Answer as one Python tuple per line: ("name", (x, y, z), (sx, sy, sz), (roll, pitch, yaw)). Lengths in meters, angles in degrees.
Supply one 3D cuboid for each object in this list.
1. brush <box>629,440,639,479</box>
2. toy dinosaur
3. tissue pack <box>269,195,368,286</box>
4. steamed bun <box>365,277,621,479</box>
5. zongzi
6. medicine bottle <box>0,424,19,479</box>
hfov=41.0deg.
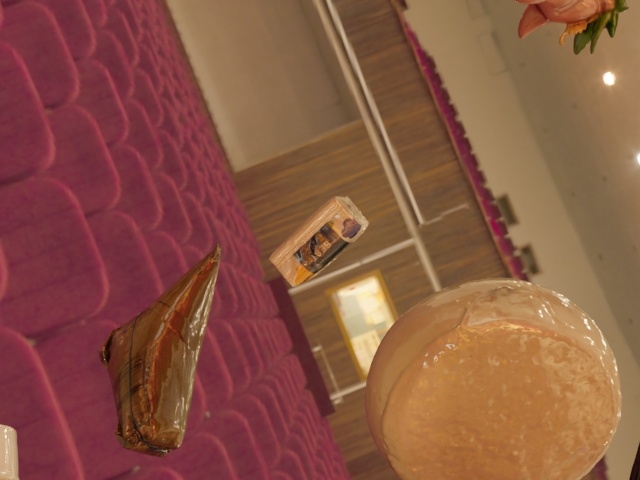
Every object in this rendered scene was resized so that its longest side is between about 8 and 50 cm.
("brush", (0.245, 0.227, 0.680), (0.039, 0.042, 0.299), (-16, 122, -74))
("toy dinosaur", (0.330, -0.332, 1.205), (0.194, 0.177, 0.152), (166, -87, -79))
("tissue pack", (0.000, 0.000, 0.764), (0.042, 0.083, 0.062), (49, 11, 3))
("steamed bun", (0.190, 0.165, 0.985), (0.177, 0.283, 0.283), (-96, 167, -66))
("zongzi", (-0.227, 0.179, 1.401), (0.123, 0.289, 0.260), (36, 17, -39))
("medicine bottle", (-0.376, 0.321, 0.901), (0.139, 0.139, 0.237), (79, 1, -68))
